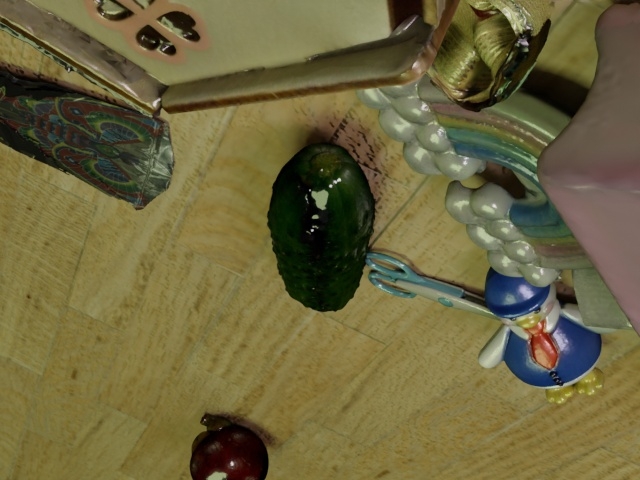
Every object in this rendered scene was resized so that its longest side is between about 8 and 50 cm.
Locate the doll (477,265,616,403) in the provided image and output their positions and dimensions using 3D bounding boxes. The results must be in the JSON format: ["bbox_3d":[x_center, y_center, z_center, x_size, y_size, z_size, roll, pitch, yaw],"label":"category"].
[{"bbox_3d":[0.142,0.054,0.966,0.098,0.058,0.143,-17,133,18],"label":"doll"}]

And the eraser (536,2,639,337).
[{"bbox_3d":[0.298,0.039,0.717,0.272,0.122,0.359,4,149,35],"label":"eraser"}]

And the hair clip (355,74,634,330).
[{"bbox_3d":[0.125,-0.029,0.828,0.140,0.054,0.220,6,147,47],"label":"hair clip"}]

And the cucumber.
[{"bbox_3d":[0.000,0.000,0.972,0.069,0.069,0.227,20,159,8],"label":"cucumber"}]

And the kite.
[{"bbox_3d":[-0.236,-0.098,1.035,0.285,0.015,0.152,24,155,-2],"label":"kite"}]

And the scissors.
[{"bbox_3d":[0.084,0.036,1.026,0.119,0.014,0.058,18,156,20],"label":"scissors"}]

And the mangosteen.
[{"bbox_3d":[-0.090,0.218,1.479,0.081,0.081,0.081,19,155,9],"label":"mangosteen"}]

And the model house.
[{"bbox_3d":[-0.083,-0.159,0.601,0.326,0.169,0.244,15,156,16],"label":"model house"}]

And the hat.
[{"bbox_3d":[0.074,-0.110,0.692,0.076,0.059,0.077,37,151,8],"label":"hat"}]
